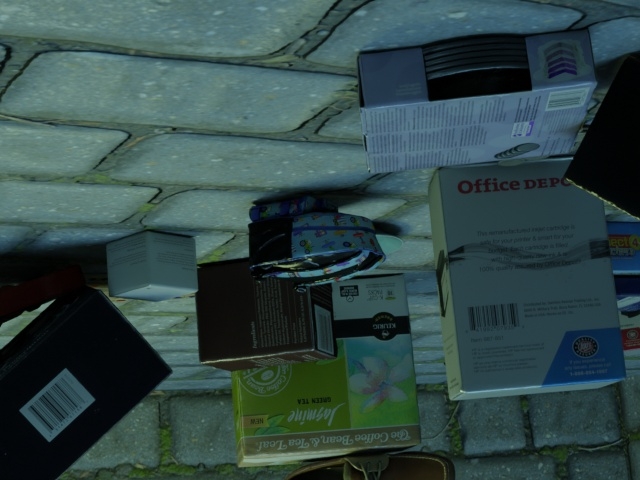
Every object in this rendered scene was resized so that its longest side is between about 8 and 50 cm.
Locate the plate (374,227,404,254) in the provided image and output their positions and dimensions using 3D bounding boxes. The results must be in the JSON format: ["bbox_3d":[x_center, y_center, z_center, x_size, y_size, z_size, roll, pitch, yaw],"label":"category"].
[{"bbox_3d":[0.040,0.004,2.210,0.188,0.024,0.188,-5,166,-1],"label":"plate"}]

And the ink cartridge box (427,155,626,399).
[{"bbox_3d":[0.275,0.053,1.887,0.223,0.307,0.129,-4,169,-4],"label":"ink cartridge box"}]

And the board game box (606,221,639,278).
[{"bbox_3d":[0.466,0.047,2.419,0.308,0.086,0.302,1,165,-25],"label":"board game box"}]

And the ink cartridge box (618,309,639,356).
[{"bbox_3d":[0.620,0.122,2.608,0.128,0.175,0.072,-10,163,20],"label":"ink cartridge box"}]

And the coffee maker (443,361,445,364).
[{"bbox_3d":[0.303,0.145,2.576,0.120,0.178,0.171,-12,163,36],"label":"coffee maker"}]

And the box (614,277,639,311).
[{"bbox_3d":[0.478,0.093,2.345,0.225,0.036,0.136,0,166,-26],"label":"box"}]

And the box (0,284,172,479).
[{"bbox_3d":[-0.442,0.247,2.210,0.343,0.179,0.312,-43,-169,-12],"label":"box"}]

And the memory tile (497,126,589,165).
[{"bbox_3d":[0.279,-0.125,1.770,0.148,0.012,0.113,-12,165,30],"label":"memory tile"}]

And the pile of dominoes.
[{"bbox_3d":[-0.311,0.095,2.433,0.196,0.040,0.251,-4,167,-4],"label":"pile of dominoes"}]

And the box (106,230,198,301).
[{"bbox_3d":[-0.257,0.042,2.114,0.102,0.087,0.101,-16,163,39],"label":"box"}]

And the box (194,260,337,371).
[{"bbox_3d":[-0.092,0.126,2.361,0.203,0.167,0.168,-7,169,13],"label":"box"}]

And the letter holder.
[{"bbox_3d":[0.461,-0.055,1.507,0.302,0.152,0.214,33,-168,32],"label":"letter holder"}]

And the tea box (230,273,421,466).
[{"bbox_3d":[-0.001,0.248,2.587,0.329,0.323,0.220,-4,167,-7],"label":"tea box"}]

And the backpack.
[{"bbox_3d":[0.000,0.000,1.968,0.173,0.116,0.158,-11,165,27],"label":"backpack"}]

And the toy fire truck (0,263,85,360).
[{"bbox_3d":[-0.538,0.118,2.231,0.254,0.169,0.302,-19,178,-34],"label":"toy fire truck"}]

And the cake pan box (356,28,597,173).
[{"bbox_3d":[0.164,-0.146,1.514,0.246,0.070,0.267,-8,167,3],"label":"cake pan box"}]

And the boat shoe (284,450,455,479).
[{"bbox_3d":[0.081,0.442,2.487,0.325,0.123,0.116,-13,161,19],"label":"boat shoe"}]
